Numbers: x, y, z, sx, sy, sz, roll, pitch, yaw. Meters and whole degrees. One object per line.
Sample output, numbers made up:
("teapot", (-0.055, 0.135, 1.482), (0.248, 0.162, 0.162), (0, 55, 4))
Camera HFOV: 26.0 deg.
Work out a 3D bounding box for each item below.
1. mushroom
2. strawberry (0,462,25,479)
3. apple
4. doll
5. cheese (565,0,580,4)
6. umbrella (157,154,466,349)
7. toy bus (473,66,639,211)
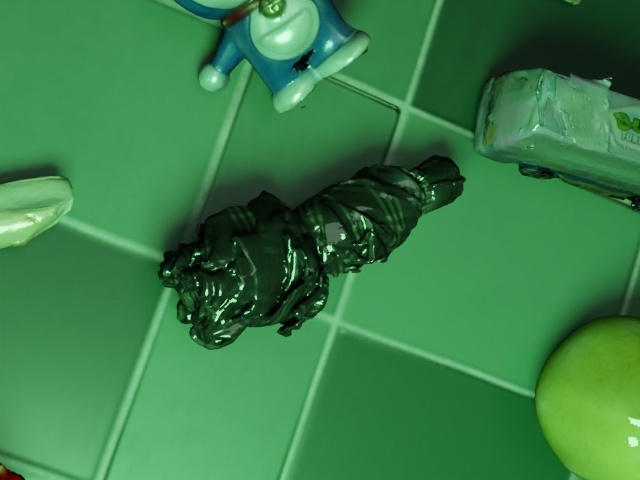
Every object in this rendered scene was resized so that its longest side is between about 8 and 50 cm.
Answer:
("mushroom", (-0.344, -0.023, 1.340), (0.209, 0.071, 0.084), (-10, 55, -21))
("strawberry", (-0.388, 0.282, 1.232), (0.261, 0.258, 0.261), (-13, 112, -35))
("apple", (0.326, 0.176, 1.468), (0.200, 0.200, 0.200), (2, 84, -17))
("doll", (-0.069, -0.258, 1.404), (0.215, 0.161, 0.257), (-38, 100, 9))
("cheese", (0.126, -0.368, 1.539), (0.400, 0.034, 0.085), (18, 84, -14))
("umbrella", (-0.009, -0.003, 1.421), (0.337, 0.154, 0.128), (-32, 134, -34))
("toy bus", (0.334, -0.105, 1.520), (0.317, 0.138, 0.112), (13, 79, -17))
